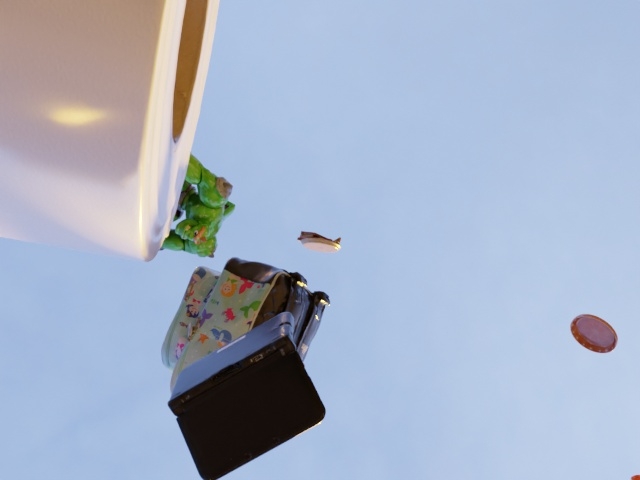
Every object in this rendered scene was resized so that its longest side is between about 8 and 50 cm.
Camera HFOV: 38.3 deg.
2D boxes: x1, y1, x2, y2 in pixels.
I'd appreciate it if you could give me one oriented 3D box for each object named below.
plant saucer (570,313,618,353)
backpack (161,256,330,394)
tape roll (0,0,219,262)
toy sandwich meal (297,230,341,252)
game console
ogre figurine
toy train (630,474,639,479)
[{"bbox_3d":[0.467,0.157,1.571,0.083,0.083,0.013,46,-124,-4],"label":"plant saucer"},{"bbox_3d":[-0.121,0.168,1.382,0.225,0.191,0.254,44,-121,-61],"label":"backpack"},{"bbox_3d":[-0.119,-0.132,0.533,0.100,0.286,0.286,10,-126,-5],"label":"tape roll"},{"bbox_3d":[0.000,0.000,1.731,0.085,0.085,0.029,17,-106,-28],"label":"toy sandwich meal"},{"bbox_3d":[-0.062,0.132,0.800,0.071,0.122,0.107,59,-173,-13],"label":"game console"},{"bbox_3d":[-0.182,-0.049,1.241,0.118,0.197,0.097,25,-156,5],"label":"ogre figurine"},{"bbox_3d":[0.441,0.384,1.179,0.125,0.046,0.166,-28,-80,-67],"label":"toy train"}]
